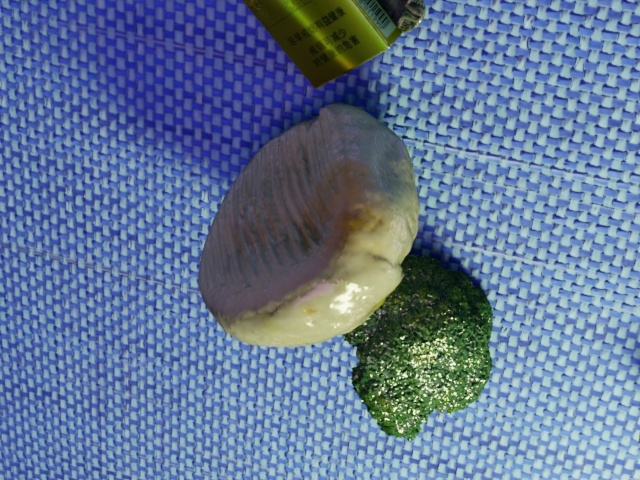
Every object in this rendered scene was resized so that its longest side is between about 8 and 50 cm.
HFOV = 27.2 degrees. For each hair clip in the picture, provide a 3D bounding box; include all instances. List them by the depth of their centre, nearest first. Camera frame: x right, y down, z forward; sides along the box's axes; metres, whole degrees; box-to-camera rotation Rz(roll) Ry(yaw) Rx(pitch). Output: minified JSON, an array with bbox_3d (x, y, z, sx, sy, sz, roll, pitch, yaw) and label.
[{"bbox_3d":[0.044,-0.355,1.795,0.229,0.036,0.066,31,122,7],"label":"hair clip"}]

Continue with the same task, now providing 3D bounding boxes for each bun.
[{"bbox_3d":[0.000,0.000,1.869,0.219,0.365,0.365,32,130,-33],"label":"bun"}]

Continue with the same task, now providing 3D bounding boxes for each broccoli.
[{"bbox_3d":[0.137,0.155,2.001,0.269,0.261,0.241,41,164,-5],"label":"broccoli"}]

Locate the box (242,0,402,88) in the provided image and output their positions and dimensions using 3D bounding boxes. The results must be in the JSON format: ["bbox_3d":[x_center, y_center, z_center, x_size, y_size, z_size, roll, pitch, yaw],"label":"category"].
[{"bbox_3d":[-0.044,-0.360,1.793,0.311,0.043,0.173,49,142,-14],"label":"box"}]

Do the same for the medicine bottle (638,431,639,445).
[{"bbox_3d":[0.607,0.258,1.933,0.250,0.137,0.141,-30,108,33],"label":"medicine bottle"}]
